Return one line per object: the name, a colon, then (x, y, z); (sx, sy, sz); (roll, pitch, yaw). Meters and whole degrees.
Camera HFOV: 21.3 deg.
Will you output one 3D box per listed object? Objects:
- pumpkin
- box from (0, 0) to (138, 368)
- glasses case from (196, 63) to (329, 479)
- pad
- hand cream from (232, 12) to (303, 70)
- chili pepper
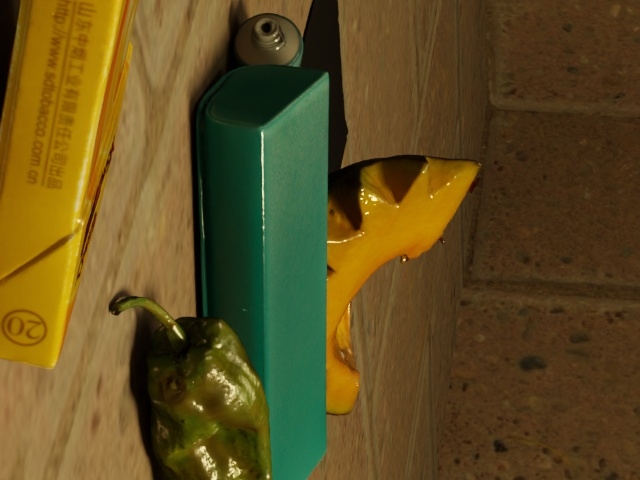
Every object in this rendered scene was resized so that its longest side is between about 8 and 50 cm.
pumpkin: (0.000, 0.000, 1.307); (0.254, 0.130, 0.149); (-64, -143, 32)
box: (-0.087, -0.102, 0.642); (0.152, 0.043, 0.269); (-85, -170, -58)
glasses case: (-0.043, 0.039, 1.153); (0.117, 0.070, 0.301); (-47, 144, -58)
pad: (-0.011, -0.060, 1.491); (0.248, 0.007, 0.367); (84, 13, -47)
hand cream: (-0.032, -0.097, 1.237); (0.224, 0.048, 0.083); (85, 12, -64)
chili pepper: (-0.067, 0.095, 0.995); (0.073, 0.072, 0.204); (-89, 174, -54)
